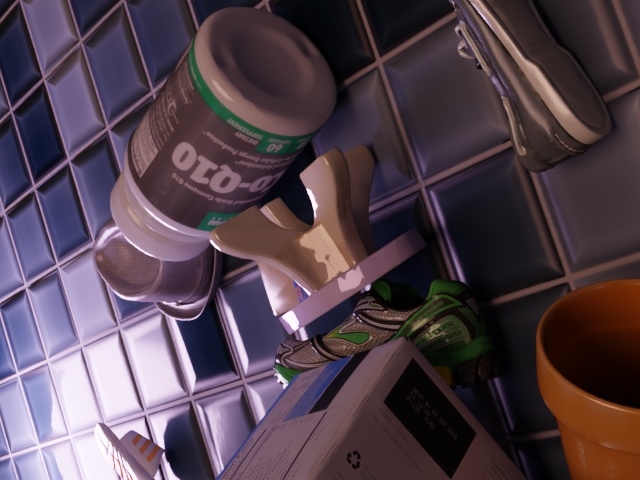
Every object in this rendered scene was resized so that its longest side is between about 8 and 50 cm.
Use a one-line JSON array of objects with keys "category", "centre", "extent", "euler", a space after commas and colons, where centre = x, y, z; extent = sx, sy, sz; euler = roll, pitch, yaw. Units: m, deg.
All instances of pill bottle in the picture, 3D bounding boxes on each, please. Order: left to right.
[{"category": "pill bottle", "centre": [-0.149, -0.133, 1.415], "extent": [0.361, 0.204, 0.204], "euler": [-47, 65, 44]}]

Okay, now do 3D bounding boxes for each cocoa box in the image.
[{"category": "cocoa box", "centre": [0.082, 0.327, 1.164], "extent": [0.347, 0.231, 0.228], "euler": [50, 140, -12]}]

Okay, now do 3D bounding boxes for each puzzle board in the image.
[{"category": "puzzle board", "centre": [-0.056, 0.039, 1.502], "extent": [0.096, 0.011, 0.128], "euler": [-25, 82, 47]}]

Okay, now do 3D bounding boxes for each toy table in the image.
[{"category": "toy table", "centre": [0.000, 0.000, 1.271], "extent": [0.161, 0.252, 0.274], "euler": [57, 139, 2]}]

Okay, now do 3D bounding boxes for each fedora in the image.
[{"category": "fedora", "centre": [-0.283, 0.021, 1.665], "extent": [0.275, 0.124, 0.243], "euler": [10, 107, 47]}]

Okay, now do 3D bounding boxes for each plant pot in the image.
[{"category": "plant pot", "centre": [0.314, 0.170, 0.998], "extent": [0.205, 0.205, 0.188], "euler": [27, 135, 41]}]

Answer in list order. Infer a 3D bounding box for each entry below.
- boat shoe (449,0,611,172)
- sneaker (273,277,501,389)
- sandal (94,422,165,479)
[{"category": "boat shoe", "centre": [0.181, -0.216, 1.091], "extent": [0.099, 0.116, 0.319], "euler": [-43, 73, 41]}, {"category": "sneaker", "centre": [0.075, 0.126, 1.308], "extent": [0.343, 0.134, 0.146], "euler": [-14, 82, 40]}, {"category": "sandal", "centre": [-0.302, 0.419, 1.840], "extent": [0.265, 0.076, 0.102], "euler": [46, 149, 4]}]
